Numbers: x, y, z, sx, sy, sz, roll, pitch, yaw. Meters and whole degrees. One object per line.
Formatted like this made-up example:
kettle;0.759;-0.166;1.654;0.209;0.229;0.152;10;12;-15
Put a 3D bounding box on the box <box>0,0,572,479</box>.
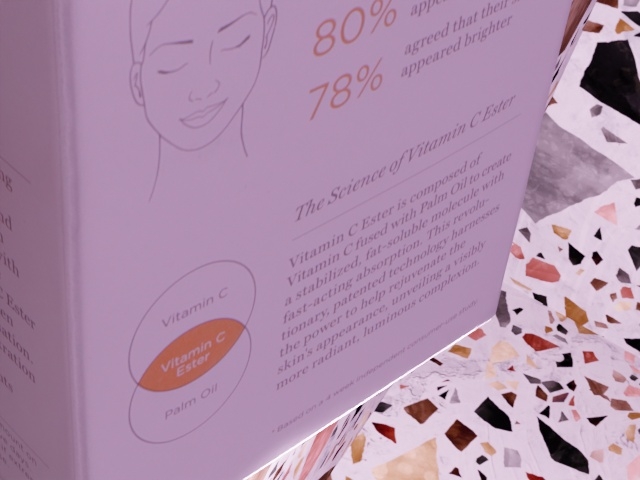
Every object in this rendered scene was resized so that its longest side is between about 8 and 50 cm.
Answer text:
box;-0.041;-0.098;0.430;0.215;0.168;0.345;-28;142;-34
